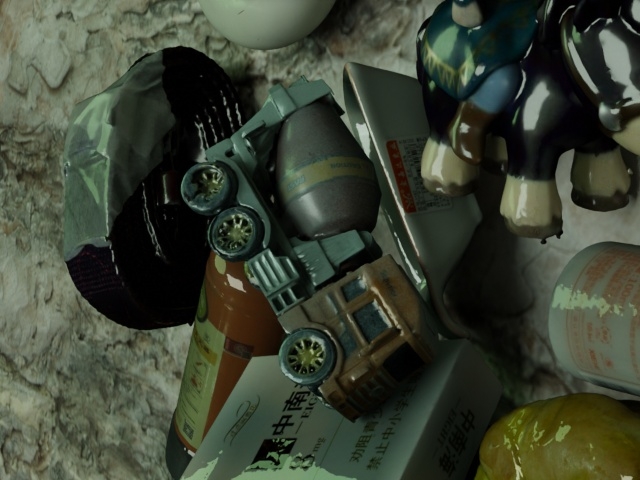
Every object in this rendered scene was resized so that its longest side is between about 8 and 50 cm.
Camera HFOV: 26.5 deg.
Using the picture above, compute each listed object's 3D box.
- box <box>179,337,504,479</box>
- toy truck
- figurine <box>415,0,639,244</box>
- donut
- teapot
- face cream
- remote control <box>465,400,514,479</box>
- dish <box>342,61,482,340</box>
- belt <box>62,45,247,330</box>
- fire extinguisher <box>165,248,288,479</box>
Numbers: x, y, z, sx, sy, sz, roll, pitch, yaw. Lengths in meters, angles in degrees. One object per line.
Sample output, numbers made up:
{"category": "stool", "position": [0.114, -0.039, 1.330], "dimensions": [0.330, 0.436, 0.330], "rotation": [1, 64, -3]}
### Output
{"category": "box", "position": [0.012, 0.162, 1.096], "dimensions": [0.243, 0.155, 0.067], "rotation": [-8, 128, 43]}
{"category": "toy truck", "position": [0.000, 0.000, 1.044], "dimensions": [0.140, 0.108, 0.256], "rotation": [-33, 66, 3]}
{"category": "figurine", "position": [0.140, -0.206, 0.923], "dimensions": [0.306, 0.241, 0.411], "rotation": [164, 93, -74]}
{"category": "donut", "position": [0.212, 0.214, 0.908], "dimensions": [0.261, 0.128, 0.208], "rotation": [44, 126, 46]}
{"category": "teapot", "position": [-0.067, -0.285, 1.285], "dimensions": [0.298, 0.139, 0.204], "rotation": [28, 117, 52]}
{"category": "face cream", "position": [0.262, 0.063, 0.849], "dimensions": [0.252, 0.101, 0.101], "rotation": [11, 101, 55]}
{"category": "remote control", "position": [0.091, 0.143, 1.165], "dimensions": [0.309, 0.038, 0.090], "rotation": [32, 118, 50]}
{"category": "dish", "position": [0.086, -0.032, 1.097], "dimensions": [0.154, 0.064, 0.234], "rotation": [84, 167, -82]}
{"category": "belt", "position": [-0.173, -0.051, 1.422], "dimensions": [0.164, 0.184, 0.289], "rotation": [-12, 77, 61]}
{"category": "fire extinguisher", "position": [-0.070, 0.068, 1.305], "dimensions": [0.200, 0.113, 0.376], "rotation": [-104, 23, -46]}
